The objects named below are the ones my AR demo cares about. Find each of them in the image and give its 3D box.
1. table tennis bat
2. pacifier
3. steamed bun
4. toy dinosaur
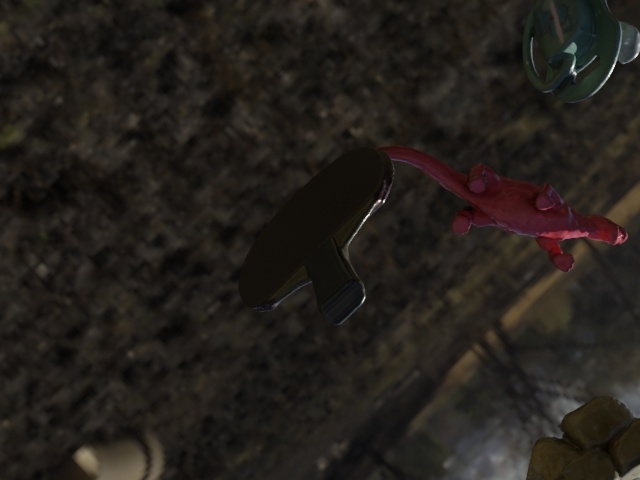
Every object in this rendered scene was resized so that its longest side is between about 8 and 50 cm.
[{"bbox_3d":[0.000,0.000,1.237,0.173,0.022,0.301,-45,-163,6],"label":"table tennis bat"},{"bbox_3d":[0.264,-0.199,1.514,0.116,0.150,0.127,11,139,-35],"label":"pacifier"},{"bbox_3d":[0.337,0.262,1.876,0.192,0.106,0.177,-33,161,8],"label":"steamed bun"},{"bbox_3d":[0.168,-0.051,1.523,0.139,0.286,0.070,-50,157,-67],"label":"toy dinosaur"}]
